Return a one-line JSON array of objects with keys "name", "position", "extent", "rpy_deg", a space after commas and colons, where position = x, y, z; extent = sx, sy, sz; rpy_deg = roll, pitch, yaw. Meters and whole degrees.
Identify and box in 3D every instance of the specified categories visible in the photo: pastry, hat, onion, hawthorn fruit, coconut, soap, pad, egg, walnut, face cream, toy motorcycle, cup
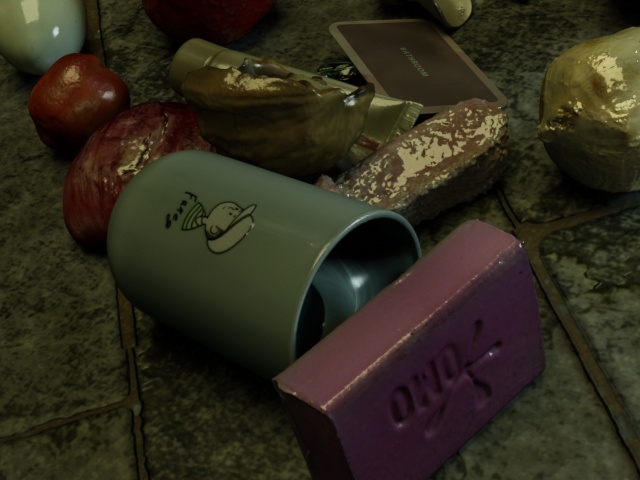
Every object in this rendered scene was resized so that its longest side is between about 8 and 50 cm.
[{"name": "pastry", "position": [0.107, -0.073, 1.308], "extent": [0.265, 0.112, 0.103], "rpy_deg": [-22, 49, -18]}, {"name": "hat", "position": [0.135, -0.359, 1.637], "extent": [0.147, 0.085, 0.175], "rpy_deg": [-7, 53, -46]}, {"name": "onion", "position": [-0.221, -0.112, 1.441], "extent": [0.227, 0.120, 0.284], "rpy_deg": [-2, 43, 8]}, {"name": "hawthorn fruit", "position": [-0.339, -0.189, 1.553], "extent": [0.132, 0.133, 0.138], "rpy_deg": [28, 71, 38]}, {"name": "coconut", "position": [0.332, -0.146, 1.264], "extent": [0.194, 0.194, 0.194], "rpy_deg": [-9, 42, 8]}, {"name": "soap", "position": [0.092, 0.124, 1.036], "extent": [0.259, 0.181, 0.081], "rpy_deg": [-37, 42, -24]}, {"name": "hawthorn fruit", "position": [-0.169, -0.439, 1.679], "extent": [0.210, 0.266, 0.230], "rpy_deg": [-15, 42, -23]}, {"name": "pad", "position": [0.128, -0.242, 1.515], "extent": [0.176, 0.002, 0.266], "rpy_deg": [-6, 38, -20]}, {"name": "egg", "position": [-0.437, -0.337, 1.727], "extent": [0.151, 0.151, 0.209], "rpy_deg": [-14, 43, 2]}, {"name": "walnut", "position": [-0.042, -0.136, 1.290], "extent": [0.204, 0.141, 0.238], "rpy_deg": [9, 12, 13]}, {"name": "face cream", "position": [-0.042, -0.172, 1.442], "extent": [0.341, 0.084, 0.137], "rpy_deg": [26, 86, 25]}, {"name": "toy motorcycle", "position": [-0.003, -0.217, 1.534], "extent": [0.173, 0.058, 0.100], "rpy_deg": [-12, 35, 4]}, {"name": "cup", "position": [-0.073, 0.027, 1.177], "extent": [0.312, 0.206, 0.205], "rpy_deg": [21, 53, 35]}]
